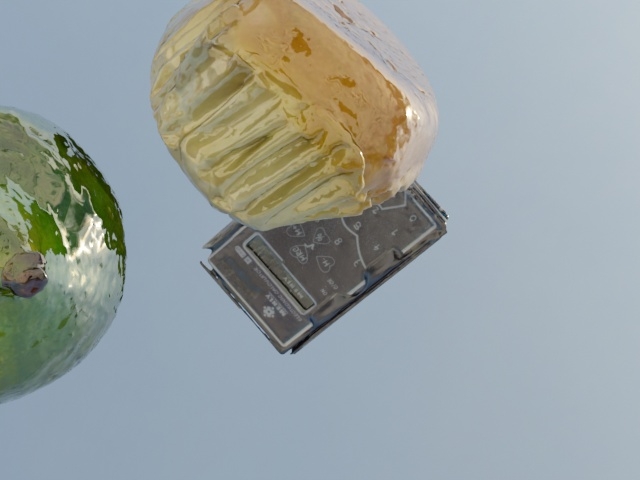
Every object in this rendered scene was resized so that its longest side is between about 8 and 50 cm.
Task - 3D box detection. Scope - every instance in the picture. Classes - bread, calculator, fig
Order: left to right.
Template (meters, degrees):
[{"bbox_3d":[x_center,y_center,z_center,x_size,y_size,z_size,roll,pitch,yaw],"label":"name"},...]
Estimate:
[{"bbox_3d":[-0.196,-0.003,0.805,0.203,0.235,0.203,6,-103,-25],"label":"fig"},{"bbox_3d":[-0.013,-0.134,1.167,0.236,0.183,0.389,52,-164,-17],"label":"bread"},{"bbox_3d":[0.000,0.000,1.500,0.166,0.274,0.028,47,-152,-5],"label":"calculator"}]
